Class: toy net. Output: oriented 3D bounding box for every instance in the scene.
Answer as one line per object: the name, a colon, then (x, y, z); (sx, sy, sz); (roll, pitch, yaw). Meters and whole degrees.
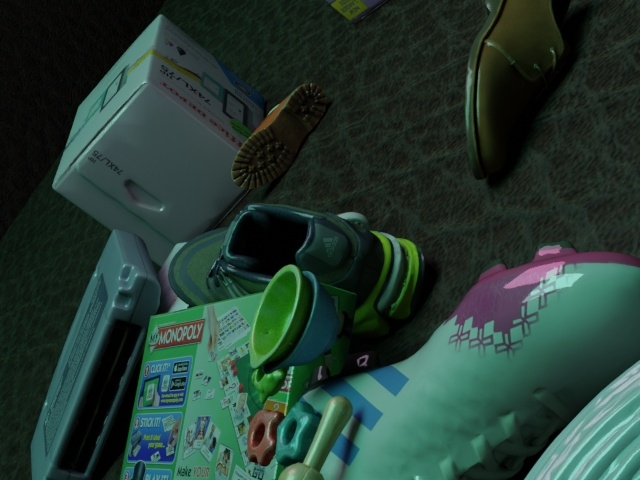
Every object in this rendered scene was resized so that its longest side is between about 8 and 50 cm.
toy net: (-0.027, 0.129, 0.812); (0.122, 0.045, 0.232); (-47, 29, 37)

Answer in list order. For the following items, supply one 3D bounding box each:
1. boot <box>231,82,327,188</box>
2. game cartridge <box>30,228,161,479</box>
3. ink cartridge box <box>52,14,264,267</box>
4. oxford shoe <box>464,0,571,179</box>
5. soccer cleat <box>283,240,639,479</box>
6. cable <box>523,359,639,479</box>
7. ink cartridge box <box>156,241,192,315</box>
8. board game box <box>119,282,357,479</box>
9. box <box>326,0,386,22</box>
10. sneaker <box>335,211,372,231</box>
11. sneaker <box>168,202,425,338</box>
boot: (-0.059, -0.122, 1.616); (0.158, 0.059, 0.085); (-49, 14, -17)
game cartridge: (-0.258, 0.142, 1.492); (0.294, 0.060, 0.196); (-67, 22, 11)
ink cartridge box: (-0.209, -0.134, 1.761); (0.197, 0.198, 0.270); (-45, 21, 19)
oxford shoe: (0.169, -0.146, 1.109); (0.076, 0.076, 0.212); (7, 64, 22)
soccer cleat: (0.087, 0.117, 0.787); (0.331, 0.116, 0.143); (-36, 38, 50)
cable: (0.168, 0.142, 0.554); (0.257, 0.089, 0.257); (-32, 27, 46)
ink cartridge box: (-0.134, 0.057, 1.456); (0.104, 0.060, 0.180); (-59, 20, -15)
board game box: (-0.082, 0.156, 1.073); (0.317, 0.046, 0.213); (-15, 62, 61)
box: (0.103, -0.439, 1.701); (0.213, 0.117, 0.243); (-25, 33, 54)
sneaker: (0.000, 0.000, 1.258); (0.134, 0.051, 0.070); (-44, 25, 36)
sneaker: (-0.047, 0.013, 1.140); (0.300, 0.121, 0.111); (-4, 61, 49)
